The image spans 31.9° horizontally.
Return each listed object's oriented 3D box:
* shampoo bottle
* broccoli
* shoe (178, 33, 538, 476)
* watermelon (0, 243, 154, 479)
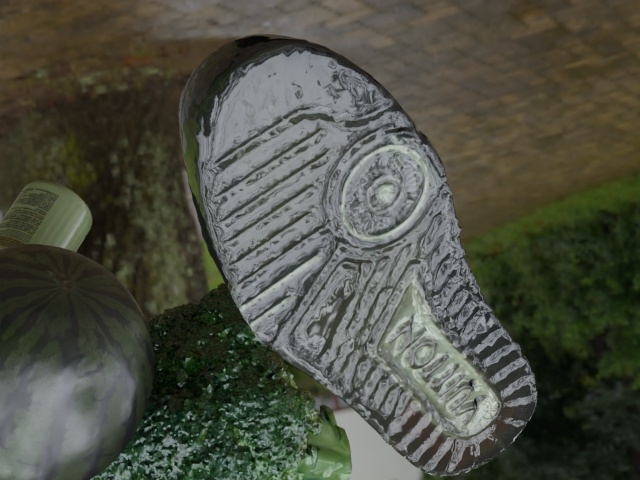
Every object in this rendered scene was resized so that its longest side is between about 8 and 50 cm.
[{"bbox_3d":[-0.293,0.021,1.100,0.079,0.162,0.079,16,145,12],"label":"shampoo bottle"},{"bbox_3d":[-0.095,0.193,1.096,0.275,0.307,0.308,10,163,-28],"label":"broccoli"},{"bbox_3d":[0.002,-0.002,0.559,0.109,0.149,0.293,-39,131,-4],"label":"shoe"},{"bbox_3d":[-0.242,0.110,0.928,0.212,0.212,0.212,-12,173,-2],"label":"watermelon"}]
